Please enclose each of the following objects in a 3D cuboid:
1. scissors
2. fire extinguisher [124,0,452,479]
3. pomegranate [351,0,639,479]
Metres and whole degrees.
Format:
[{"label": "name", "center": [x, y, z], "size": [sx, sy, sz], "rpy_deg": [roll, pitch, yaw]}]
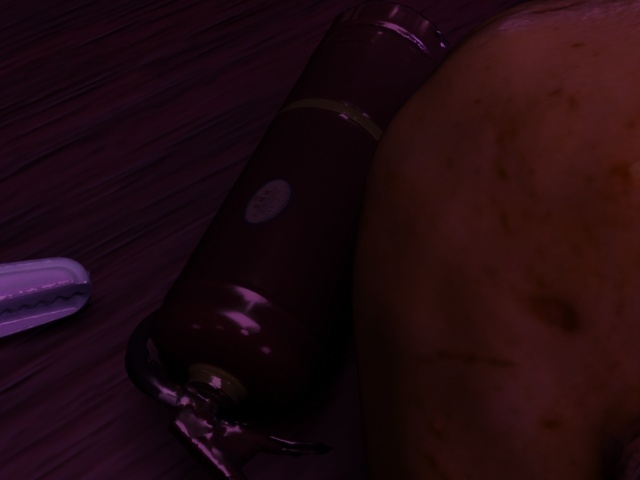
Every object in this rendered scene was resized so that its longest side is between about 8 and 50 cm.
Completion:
[{"label": "scissors", "center": [-0.258, 0.051, 0.542], "size": [0.256, 0.030, 0.125], "rpy_deg": [-13, 58, -13]}, {"label": "fire extinguisher", "center": [0.000, 0.000, 0.568], "size": [0.141, 0.105, 0.341], "rpy_deg": [21, 53, 7]}, {"label": "pomegranate", "center": [0.158, 0.043, 0.424], "size": [0.333, 0.332, 0.332], "rpy_deg": [4, 56, -6]}]
